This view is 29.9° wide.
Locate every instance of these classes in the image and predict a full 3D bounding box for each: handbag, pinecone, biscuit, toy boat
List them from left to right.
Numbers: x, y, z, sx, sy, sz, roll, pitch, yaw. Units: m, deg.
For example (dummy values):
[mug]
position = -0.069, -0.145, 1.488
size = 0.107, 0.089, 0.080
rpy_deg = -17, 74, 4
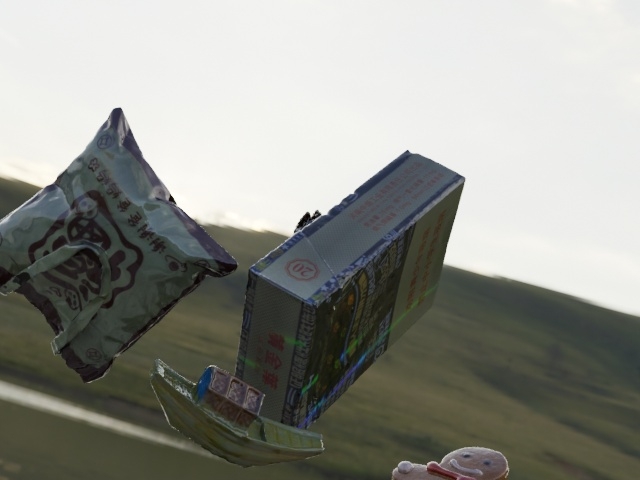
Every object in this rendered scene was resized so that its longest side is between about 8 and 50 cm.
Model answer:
[handbag]
position = -0.232, 0.013, 1.275
size = 0.213, 0.235, 0.127
rpy_deg = 50, 13, 0
[toy boat]
position = -0.078, 0.157, 1.080
size = 0.172, 0.066, 0.065
rpy_deg = 29, 11, -12
[pinecone]
position = 0.000, 0.000, 1.656
size = 0.083, 0.077, 0.077
rpy_deg = 24, -7, 19
[biscuit]
position = 0.186, 0.411, 1.942
size = 0.324, 0.049, 0.205
rpy_deg = -20, 25, -38

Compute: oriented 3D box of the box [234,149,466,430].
[box]
position = 0.034, 0.054, 1.296
size = 0.084, 0.198, 0.310
rpy_deg = 28, 40, 22
